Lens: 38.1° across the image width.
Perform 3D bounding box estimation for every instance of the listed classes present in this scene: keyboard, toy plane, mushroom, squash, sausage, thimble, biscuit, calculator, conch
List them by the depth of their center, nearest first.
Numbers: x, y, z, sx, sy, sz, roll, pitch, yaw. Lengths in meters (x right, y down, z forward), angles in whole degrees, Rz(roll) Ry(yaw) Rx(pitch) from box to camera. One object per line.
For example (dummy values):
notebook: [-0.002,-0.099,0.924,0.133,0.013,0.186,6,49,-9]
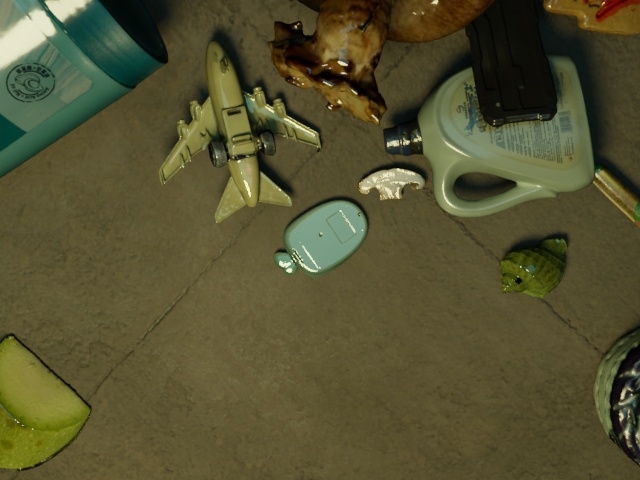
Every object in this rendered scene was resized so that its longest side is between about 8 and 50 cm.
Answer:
mushroom: [0.061,-0.389,1.192,0.331,0.356,0.334,37,132,14]
keyboard: [0.255,-0.270,1.278,0.106,0.016,0.262,-6,62,2]
biscuit: [0.377,-0.384,1.296,0.212,0.041,0.238,-42,98,-10]
thimble: [0.520,0.225,1.322,0.237,0.150,0.237,0,94,3]
toy plane: [-0.124,-0.162,1.342,0.242,0.104,0.256,-14,102,-10]
sausage: [0.483,-0.024,1.352,0.269,0.033,0.033,43,97,-2]
conch: [0.315,0.045,1.362,0.121,0.074,0.089,-35,126,-11]
mushroom: [0.105,-0.085,1.372,0.101,0.019,0.049,-3,95,6]
calculator: [0.000,0.000,1.386,0.153,0.021,0.095,-34,93,3]
squash: [-0.477,0.273,1.409,0.192,0.085,0.184,42,96,-1]

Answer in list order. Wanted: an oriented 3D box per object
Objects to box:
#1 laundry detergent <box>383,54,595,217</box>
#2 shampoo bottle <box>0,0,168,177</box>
laundry detergent: [0.232,-0.144,1.314,0.281,0.105,0.214,-11,92,3]
shampoo bottle: [-0.436,-0.276,1.225,0.343,0.331,0.331,-33,94,8]
